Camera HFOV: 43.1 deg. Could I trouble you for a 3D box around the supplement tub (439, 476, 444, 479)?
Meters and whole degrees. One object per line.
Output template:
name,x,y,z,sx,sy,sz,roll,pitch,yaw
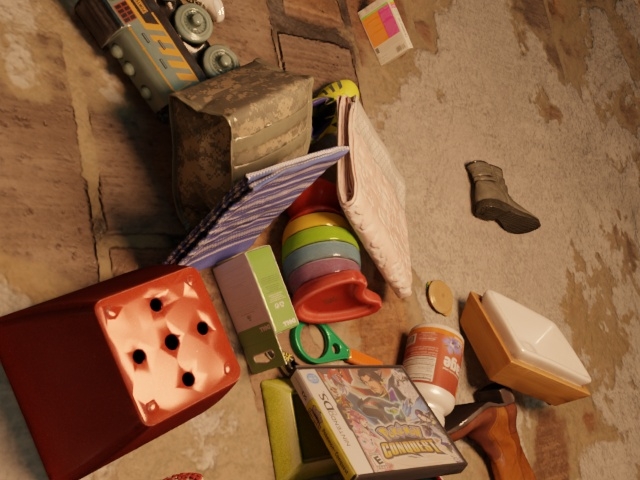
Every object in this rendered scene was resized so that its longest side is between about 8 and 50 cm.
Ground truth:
supplement tub,0.185,0.475,1.581,0.106,0.106,0.198,-39,100,-45

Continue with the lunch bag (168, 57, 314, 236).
lunch bag,-0.138,-0.146,1.453,0.235,0.169,0.287,-34,140,-43

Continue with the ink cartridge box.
ink cartridge box,-0.108,0.125,1.455,0.062,0.109,0.209,-18,85,-44

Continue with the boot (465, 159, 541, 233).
boot,0.486,-0.120,2.133,0.246,0.083,0.161,21,54,-37

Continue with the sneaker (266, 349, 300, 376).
sneaker,-0.067,0.216,1.505,0.083,0.035,0.031,46,47,-14

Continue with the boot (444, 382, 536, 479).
boot,0.373,0.485,1.789,0.264,0.096,0.280,-17,92,-53

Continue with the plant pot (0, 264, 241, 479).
plant pot,-0.276,0.175,1.190,0.267,0.235,0.267,-22,89,-45

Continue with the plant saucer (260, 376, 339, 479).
plant saucer,-0.010,0.341,1.500,0.188,0.045,0.188,2,72,-42

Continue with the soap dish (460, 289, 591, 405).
soap dish,0.468,0.253,1.877,0.291,0.118,0.229,24,28,-33

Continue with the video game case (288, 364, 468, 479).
video game case,0.105,0.327,1.479,0.274,0.035,0.248,6,36,-38

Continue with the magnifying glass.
magnifying glass,0.034,0.219,1.610,0.231,0.026,0.092,25,57,-31

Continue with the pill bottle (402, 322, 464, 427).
pill bottle,0.226,0.291,1.686,0.121,0.121,0.216,35,52,-27

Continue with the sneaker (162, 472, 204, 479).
sneaker,-0.237,0.455,1.230,0.093,0.088,0.225,60,41,-35

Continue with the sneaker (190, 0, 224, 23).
sneaker,-0.251,-0.499,1.634,0.061,0.053,0.152,-39,98,-29

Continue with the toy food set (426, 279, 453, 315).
toy food set,0.277,0.130,1.871,0.083,0.020,0.083,21,59,-35

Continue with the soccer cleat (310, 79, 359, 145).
soccer cleat,0.018,-0.276,1.732,0.093,0.121,0.289,56,45,-9

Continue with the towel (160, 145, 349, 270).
towel,-0.119,-0.036,1.357,0.243,0.336,0.040,-25,79,-46

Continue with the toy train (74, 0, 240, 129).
toy train,-0.292,-0.356,1.480,0.190,0.142,0.334,-40,103,-32

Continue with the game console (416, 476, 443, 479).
game console,0.143,0.608,1.450,0.342,0.060,0.386,43,63,-9

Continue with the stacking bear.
stacking bear,0.000,0.000,1.578,0.175,0.164,0.289,52,24,-58

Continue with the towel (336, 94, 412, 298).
towel,0.116,-0.091,1.672,0.332,0.053,0.317,54,28,-46

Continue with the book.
book,0.160,-0.514,1.980,0.035,0.096,0.144,-19,86,-46
